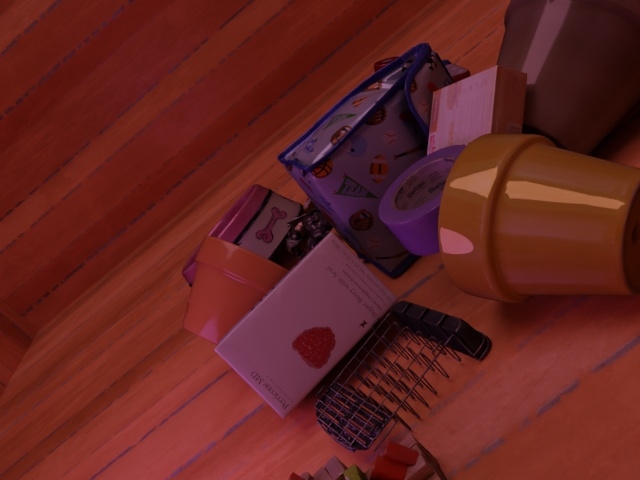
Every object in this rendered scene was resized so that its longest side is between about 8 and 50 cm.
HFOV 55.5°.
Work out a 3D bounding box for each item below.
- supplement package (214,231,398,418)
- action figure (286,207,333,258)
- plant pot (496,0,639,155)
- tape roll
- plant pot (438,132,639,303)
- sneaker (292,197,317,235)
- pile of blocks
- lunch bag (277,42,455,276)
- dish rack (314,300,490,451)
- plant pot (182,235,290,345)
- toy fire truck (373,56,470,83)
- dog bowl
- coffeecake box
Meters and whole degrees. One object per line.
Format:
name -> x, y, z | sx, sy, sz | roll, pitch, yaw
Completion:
supplement package -> -0.030, 0.154, 1.138 | 0.293, 0.177, 0.175 | -45, 1, -9
action figure -> 0.000, 0.000, 1.529 | 0.185, 0.099, 0.285 | -27, 29, 12
plant pot -> 0.451, -0.298, 1.137 | 0.280, 0.323, 0.323 | -60, 23, -3
tape roll -> 0.196, -0.069, 1.028 | 0.189, 0.080, 0.189 | -35, 23, 18
plant pot -> 0.336, -0.025, 0.863 | 0.239, 0.254, 0.254 | 10, 54, 46
sneaker -> -0.040, -0.087, 1.825 | 0.084, 0.069, 0.185 | -13, 33, 49
pile of blocks -> 0.005, 0.366, 0.817 | 0.362, 0.112, 0.149 | -31, 23, 24
lunch bag -> 0.168, -0.174, 1.286 | 0.385, 0.328, 0.239 | -42, 26, -7
dish rack -> 0.116, 0.218, 0.978 | 0.271, 0.074, 0.208 | -49, 21, -14
plant pot -> -0.172, 0.145, 1.361 | 0.291, 0.291, 0.203 | 5, 68, 62
toy fire truck -> 0.320, -0.510, 1.952 | 0.254, 0.169, 0.302 | -16, 24, -1
dog bowl -> -0.237, 0.008, 1.757 | 0.408, 0.150, 0.408 | -47, 13, 14
coffeecake box -> 0.273, -0.213, 1.088 | 0.185, 0.068, 0.142 | 178, 99, -66
